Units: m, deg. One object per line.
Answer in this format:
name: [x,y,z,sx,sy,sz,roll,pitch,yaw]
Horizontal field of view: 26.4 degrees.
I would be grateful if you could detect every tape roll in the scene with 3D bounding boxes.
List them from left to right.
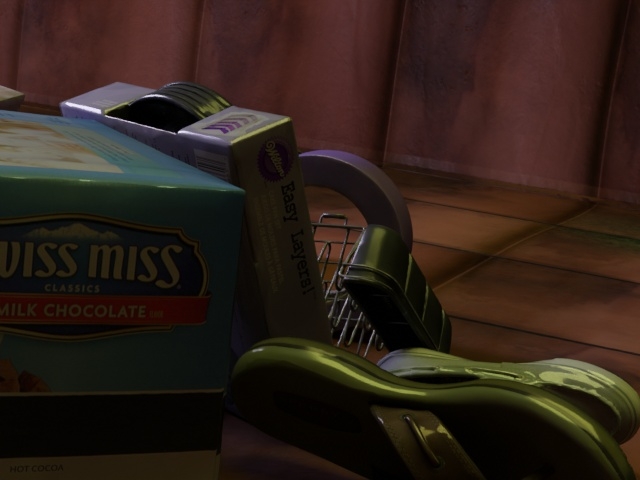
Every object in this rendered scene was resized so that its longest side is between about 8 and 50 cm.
tape roll: [0.000,0.000,1.448,0.189,0.189,0.080,9,10,11]

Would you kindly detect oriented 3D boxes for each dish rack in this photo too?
dish rack: [-0.023,0.049,1.243,0.272,0.074,0.208,5,-30,26]

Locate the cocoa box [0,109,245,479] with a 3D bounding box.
cocoa box: [-0.222,0.038,0.915,0.231,0.228,0.347,3,10,-25]

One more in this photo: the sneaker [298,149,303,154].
sneaker: [-0.093,-0.055,1.735,0.124,0.178,0.295,10,10,15]

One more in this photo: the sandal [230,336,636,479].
sandal: [0.064,0.149,0.917,0.303,0.120,0.086,10,37,27]

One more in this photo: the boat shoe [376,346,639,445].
boat shoe: [0.142,0.139,1.107,0.228,0.079,0.081,6,17,21]

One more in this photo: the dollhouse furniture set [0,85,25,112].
dollhouse furniture set: [-0.517,-0.105,1.482,0.303,0.198,0.286,17,9,-3]

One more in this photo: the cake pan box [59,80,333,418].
cake pan box: [-0.100,0.006,1.108,0.070,0.266,0.246,-28,27,-35]
